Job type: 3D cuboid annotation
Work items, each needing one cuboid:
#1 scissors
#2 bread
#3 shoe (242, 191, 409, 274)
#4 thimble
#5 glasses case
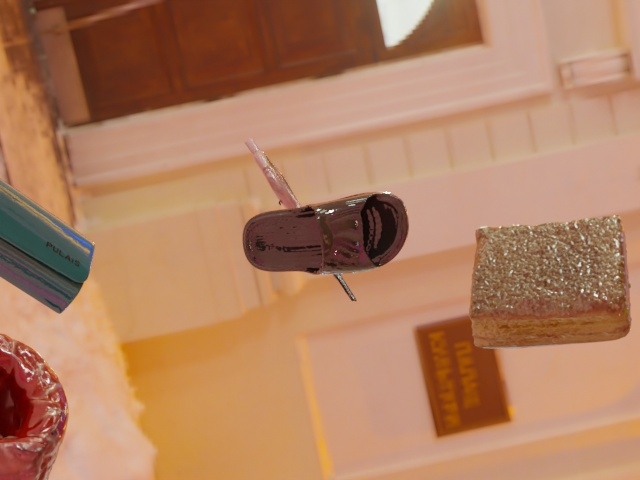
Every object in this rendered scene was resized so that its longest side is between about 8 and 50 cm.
[{"bbox_3d":[-0.025,-0.025,1.840,0.318,0.024,0.160,57,3,34],"label":"scissors"},{"bbox_3d":[0.347,0.068,1.856,0.110,0.234,0.184,65,26,-49],"label":"bread"},{"bbox_3d":[0.000,0.000,1.676,0.093,0.241,0.108,-33,115,-70],"label":"shoe"},{"bbox_3d":[-0.321,0.162,1.066,0.163,0.189,0.125,-77,-169,-56],"label":"thimble"},{"bbox_3d":[-0.408,-0.039,1.459,0.301,0.070,0.117,38,22,-27],"label":"glasses case"}]
